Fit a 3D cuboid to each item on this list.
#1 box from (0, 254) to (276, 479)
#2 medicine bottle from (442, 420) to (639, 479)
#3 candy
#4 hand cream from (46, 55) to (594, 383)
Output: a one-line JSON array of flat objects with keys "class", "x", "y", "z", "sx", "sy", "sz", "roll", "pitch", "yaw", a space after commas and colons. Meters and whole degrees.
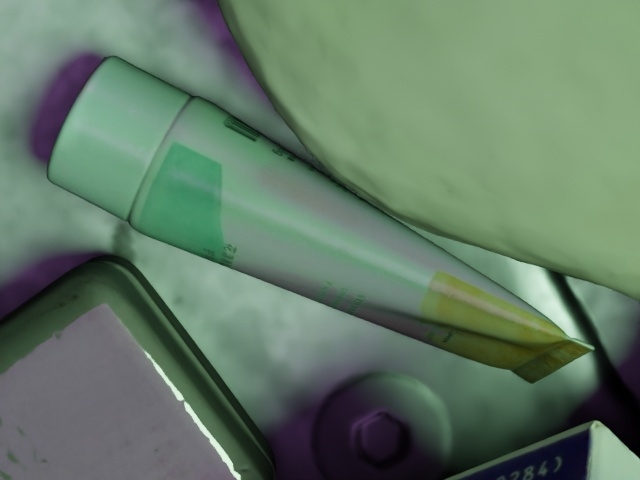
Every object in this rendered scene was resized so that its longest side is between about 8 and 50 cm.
[{"class": "box", "x": -0.137, "y": 0.112, "z": 0.555, "sx": 0.244, "sy": 0.055, "sz": 0.103, "roll": -35, "pitch": 98, "yaw": 5}, {"class": "medicine bottle", "x": 0.046, "y": 0.149, "z": 0.496, "sx": 0.201, "sy": 0.052, "sz": 0.171, "roll": -29, "pitch": 121, "yaw": 34}, {"class": "candy", "x": 0.169, "y": -0.137, "z": 0.465, "sx": 0.427, "sy": 0.186, "sz": 0.386, "roll": -13, "pitch": 102, "yaw": 7}, {"class": "hand cream", "x": 0.000, "y": 0.000, "z": 0.537, "sx": 0.174, "sy": 0.076, "sz": 0.047, "roll": 27, "pitch": 76, "yaw": -1}]
